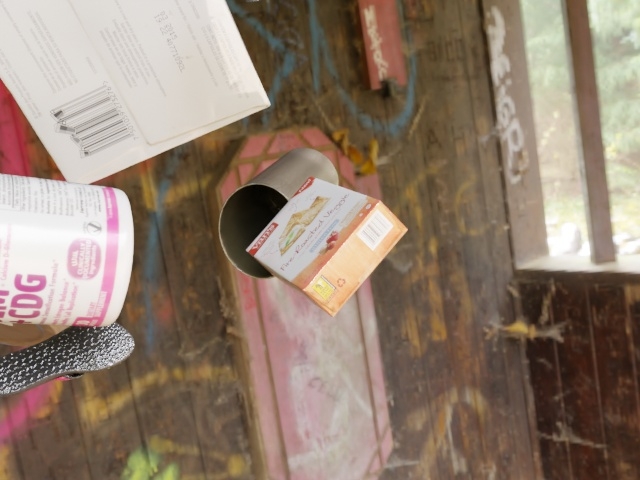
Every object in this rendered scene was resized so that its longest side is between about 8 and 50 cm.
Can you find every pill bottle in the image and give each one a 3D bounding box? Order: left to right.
[{"bbox_3d":[-0.358,0.007,0.823,0.283,0.160,0.160,6,0,-27],"label":"pill bottle"}]

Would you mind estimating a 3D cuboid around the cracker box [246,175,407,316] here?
[{"bbox_3d":[0.000,0.000,1.093,0.156,0.067,0.232,-50,26,-7],"label":"cracker box"}]

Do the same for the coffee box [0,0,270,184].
[{"bbox_3d":[-0.321,-0.344,1.237,0.338,0.338,0.334,-24,31,-1],"label":"coffee box"}]

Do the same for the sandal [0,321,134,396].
[{"bbox_3d":[-0.325,0.148,0.973,0.179,0.067,0.040,-17,-19,-12],"label":"sandal"}]

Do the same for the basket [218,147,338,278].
[{"bbox_3d":[-0.066,-0.068,1.426,0.154,0.204,0.227,28,37,8],"label":"basket"}]

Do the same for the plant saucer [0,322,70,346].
[{"bbox_3d":[-0.482,0.088,1.086,0.278,0.041,0.278,8,-28,5],"label":"plant saucer"}]
